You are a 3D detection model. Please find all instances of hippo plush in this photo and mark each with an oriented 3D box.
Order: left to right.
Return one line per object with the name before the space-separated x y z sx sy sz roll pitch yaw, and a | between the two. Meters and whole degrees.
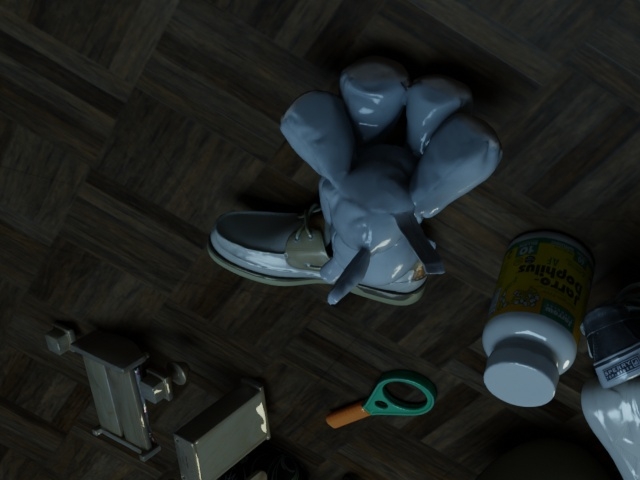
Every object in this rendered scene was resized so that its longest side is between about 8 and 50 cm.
hippo plush | 0.095 -0.049 1.400 0.234 0.294 0.236 -16 155 0

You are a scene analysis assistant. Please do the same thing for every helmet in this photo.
helmet | -0.110 0.466 2.124 0.170 0.161 0.169 14 141 12

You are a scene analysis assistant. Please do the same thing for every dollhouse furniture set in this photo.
dollhouse furniture set | -0.274 0.291 2.051 0.356 0.174 0.303 20 129 37

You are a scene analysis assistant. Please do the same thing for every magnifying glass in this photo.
magnifying glass | 0.092 0.262 1.900 0.092 0.026 0.231 40 139 -20

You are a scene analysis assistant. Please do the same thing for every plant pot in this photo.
plant pot | 0.349 0.417 1.818 0.284 0.191 0.284 14 141 12

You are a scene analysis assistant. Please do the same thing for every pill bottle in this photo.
pill bottle | 0.267 0.098 1.477 0.118 0.208 0.117 14 140 12

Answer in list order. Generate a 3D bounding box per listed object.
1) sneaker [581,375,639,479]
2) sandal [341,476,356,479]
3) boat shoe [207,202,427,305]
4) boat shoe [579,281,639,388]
sneaker | 0.509 0.294 1.665 0.169 0.108 0.292 -15 127 42
sandal | 0.055 0.504 2.169 0.060 0.090 0.219 3 135 -9
boat shoe | 0.000 0.000 1.586 0.302 0.113 0.103 9 139 1
boat shoe | 0.377 0.114 1.457 0.113 0.306 0.104 -29 77 24
